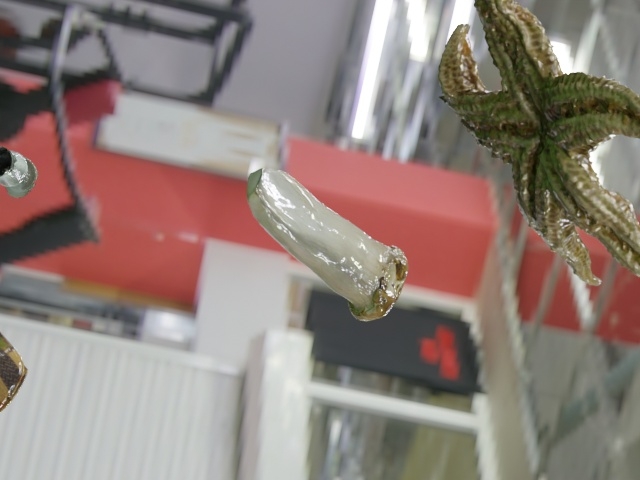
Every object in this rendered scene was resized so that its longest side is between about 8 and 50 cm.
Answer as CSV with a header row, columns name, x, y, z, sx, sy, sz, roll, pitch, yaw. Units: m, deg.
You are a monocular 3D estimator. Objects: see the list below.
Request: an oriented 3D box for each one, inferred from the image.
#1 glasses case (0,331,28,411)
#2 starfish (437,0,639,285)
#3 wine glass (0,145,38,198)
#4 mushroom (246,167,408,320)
name,x,y,z,sx,sy,sz,roll,pitch,yaw
glasses case,-0.252,0.091,1.289,0.041,0.064,0.170,62,-13,-15
starfish,0.154,-0.068,1.135,0.236,0.062,0.277,29,-40,53
wine glass,-0.304,-0.068,1.752,0.083,0.039,0.042,55,60,-82
mushroom,0.000,0.000,1.711,0.071,0.209,0.084,-15,-132,45
